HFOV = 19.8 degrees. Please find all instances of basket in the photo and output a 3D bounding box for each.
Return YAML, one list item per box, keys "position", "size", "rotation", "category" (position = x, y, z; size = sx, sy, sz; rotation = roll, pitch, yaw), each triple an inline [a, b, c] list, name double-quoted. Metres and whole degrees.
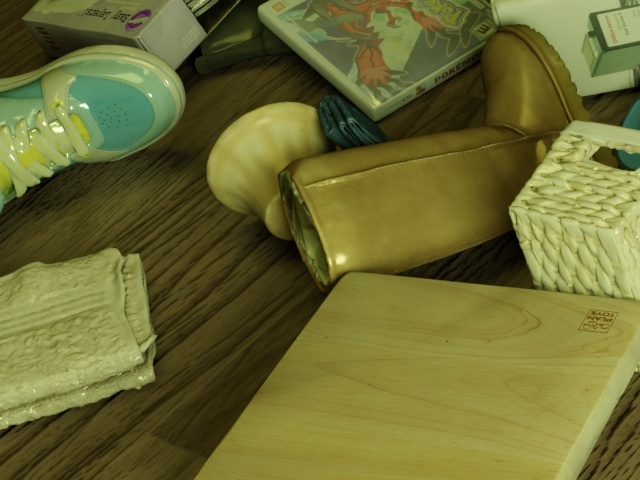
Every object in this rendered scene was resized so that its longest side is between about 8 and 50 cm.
- position: [0.226, 0.009, 1.374]
  size: [0.113, 0.167, 0.103]
  rotation: [15, 52, 41]
  category: "basket"

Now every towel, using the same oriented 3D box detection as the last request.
- position: [0.050, -0.083, 1.636]
  size: [0.029, 0.119, 0.067]
  rotation: [-45, 30, 15]
  category: "towel"
- position: [-0.280, 0.099, 1.593]
  size: [0.282, 0.049, 0.187]
  rotation: [-19, 32, 0]
  category: "towel"

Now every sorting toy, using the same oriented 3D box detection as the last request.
- position: [0.081, 0.145, 1.311]
  size: [0.257, 0.089, 0.255]
  rotation: [6, 40, 32]
  category: "sorting toy"

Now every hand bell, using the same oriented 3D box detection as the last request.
- position: [0.000, 0.000, 1.577]
  size: [0.126, 0.126, 0.242]
  rotation: [-24, 46, -8]
  category: "hand bell"

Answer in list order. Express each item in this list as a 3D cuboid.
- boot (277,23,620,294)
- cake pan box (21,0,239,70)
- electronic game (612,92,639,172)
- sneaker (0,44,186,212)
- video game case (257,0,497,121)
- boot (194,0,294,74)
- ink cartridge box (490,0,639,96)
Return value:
- position: [0.093, -0.079, 1.553]
  size: [0.270, 0.089, 0.236]
  rotation: [-14, 45, -14]
  category: "boot"
- position: [-0.173, -0.292, 2.025]
  size: [0.245, 0.070, 0.267]
  rotation: [-50, 35, -17]
  category: "cake pan box"
- position: [0.344, -0.129, 1.550]
  size: [0.229, 0.048, 0.229]
  rotation: [-36, 20, 16]
  category: "electronic game"
- position: [-0.294, -0.079, 1.793]
  size: [0.319, 0.127, 0.208]
  rotation: [-12, 31, 28]
  category: "sneaker"
- position: [0.066, -0.223, 1.860]
  size: [0.183, 0.023, 0.201]
  rotation: [-32, 54, -19]
  category: "video game case"
- position: [-0.068, -0.261, 1.995]
  size: [0.137, 0.077, 0.198]
  rotation: [-16, 32, 14]
  category: "boot"
- position: [0.315, -0.251, 1.741]
  size: [0.289, 0.121, 0.211]
  rotation: [-9, 34, 14]
  category: "ink cartridge box"
